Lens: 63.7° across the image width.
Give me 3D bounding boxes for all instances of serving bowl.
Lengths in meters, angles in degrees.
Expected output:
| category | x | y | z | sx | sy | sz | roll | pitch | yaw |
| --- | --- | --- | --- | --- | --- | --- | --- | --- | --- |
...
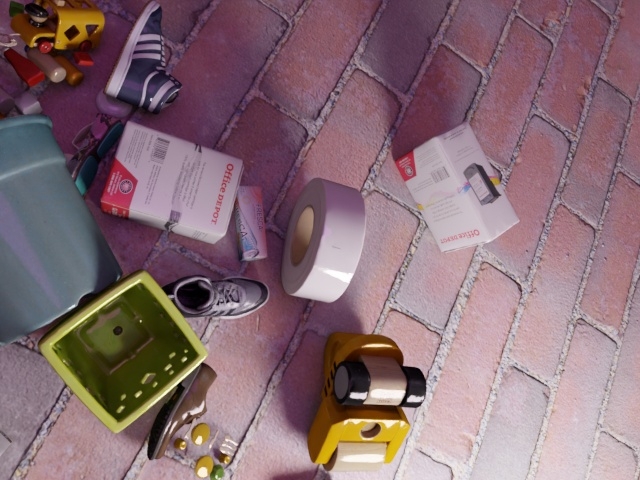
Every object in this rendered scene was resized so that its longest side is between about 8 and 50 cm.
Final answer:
| category | x | y | z | sx | sy | sz | roll | pitch | yaw |
| --- | --- | --- | --- | --- | --- | --- | --- | --- | --- |
| serving bowl | -0.487 | -0.330 | 1.216 | 0.083 | 0.027 | 0.083 | 5 | 77 | -22 |

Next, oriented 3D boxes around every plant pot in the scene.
| category | x | y | z | sx | sy | sz | roll | pitch | yaw |
| --- | --- | --- | --- | --- | --- | --- | --- | --- | --- |
| plant pot | -0.400 | 0.202 | 1.036 | 0.228 | 0.207 | 0.227 | -39 | 108 | -23 |
| plant pot | -0.578 | -0.006 | 0.974 | 0.341 | 0.341 | 0.334 | -34 | 102 | -24 |

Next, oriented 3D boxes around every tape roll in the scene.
| category | x | y | z | sx | sy | sz | roll | pitch | yaw |
| --- | --- | --- | --- | --- | --- | --- | --- | --- | --- |
| tape roll | 0.000 | 0.000 | 1.210 | 0.100 | 0.286 | 0.286 | 15 | 75 | -19 |

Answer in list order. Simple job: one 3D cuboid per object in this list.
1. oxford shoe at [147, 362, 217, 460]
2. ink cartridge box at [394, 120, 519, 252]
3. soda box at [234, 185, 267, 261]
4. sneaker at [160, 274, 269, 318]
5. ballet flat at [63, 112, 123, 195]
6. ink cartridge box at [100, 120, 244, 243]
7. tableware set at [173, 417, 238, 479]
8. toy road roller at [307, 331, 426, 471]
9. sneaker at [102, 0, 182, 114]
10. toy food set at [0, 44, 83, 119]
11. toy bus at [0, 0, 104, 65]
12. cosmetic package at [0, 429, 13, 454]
| category | x | y | z | sx | sy | sz | roll | pitch | yaw |
| --- | --- | --- | --- | --- | --- | --- | --- | --- | --- |
| oxford shoe | -0.298 | 0.379 | 1.131 | 0.096 | 0.083 | 0.227 | 35 | 72 | -21 |
| ink cartridge box | 0.367 | -0.140 | 1.417 | 0.131 | 0.226 | 0.306 | -31 | 93 | -23 |
| soda box | -0.175 | -0.042 | 1.271 | 0.063 | 0.058 | 0.183 | -3 | 81 | -23 |
| sneaker | -0.232 | 0.129 | 1.163 | 0.269 | 0.153 | 0.101 | -2 | 81 | -22 |
| ballet flat | -0.527 | -0.195 | 1.157 | 0.079 | 0.077 | 0.221 | 20 | 67 | 2 |
| ink cartridge box | -0.338 | -0.126 | 1.190 | 0.273 | 0.114 | 0.196 | 17 | 73 | -17 |
| tableware set | -0.256 | 0.464 | 1.133 | 0.154 | 0.024 | 0.104 | 46 | 55 | -34 |
| toy road roller | 0.091 | 0.371 | 1.253 | 0.203 | 0.240 | 0.329 | 10 | 114 | -20 |
| sneaker | -0.396 | -0.431 | 1.236 | 0.153 | 0.099 | 0.282 | 24 | 66 | -24 |
| toy food set | -0.647 | -0.347 | 1.113 | 0.104 | 0.111 | 0.232 | 43 | 68 | 4 |
| toy bus | -0.579 | -0.483 | 1.123 | 0.191 | 0.104 | 0.202 | 16 | 39 | -26 |
| cosmetic package | -0.696 | 0.395 | 0.926 | 0.151 | 0.151 | 0.183 | 48 | 67 | -9 |
